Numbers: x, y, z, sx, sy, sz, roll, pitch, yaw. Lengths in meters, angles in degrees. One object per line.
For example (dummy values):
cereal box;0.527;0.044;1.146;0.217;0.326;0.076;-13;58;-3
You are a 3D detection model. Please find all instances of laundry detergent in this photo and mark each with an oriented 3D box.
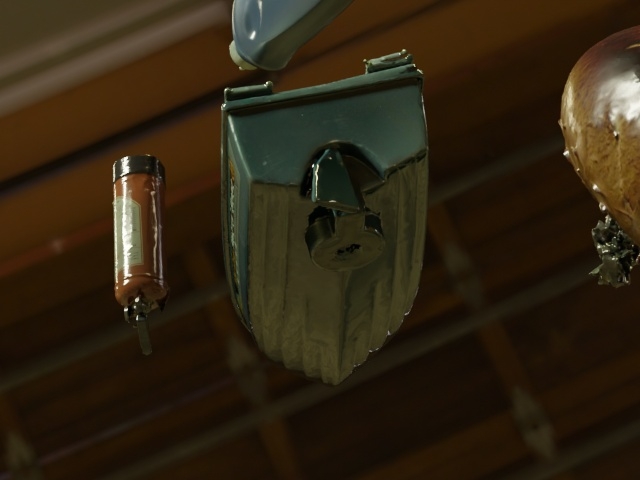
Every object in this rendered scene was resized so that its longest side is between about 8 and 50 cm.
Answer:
laundry detergent;-0.022;-0.221;1.718;0.061;0.097;0.206;-1;-30;-38

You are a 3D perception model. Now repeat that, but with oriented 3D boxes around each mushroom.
mushroom;0.322;-0.057;1.564;0.278;0.297;0.163;19;-62;-20

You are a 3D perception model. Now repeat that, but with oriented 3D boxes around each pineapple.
pineapple;0.309;-0.006;1.904;0.074;0.074;0.159;-36;4;36

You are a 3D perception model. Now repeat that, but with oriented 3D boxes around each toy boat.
toy boat;-0.001;-0.004;1.110;0.114;0.122;0.296;-10;-28;-7

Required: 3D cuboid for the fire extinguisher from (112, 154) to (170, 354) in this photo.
fire extinguisher;-0.157;0.011;1.666;0.050;0.177;0.062;-4;-31;0
